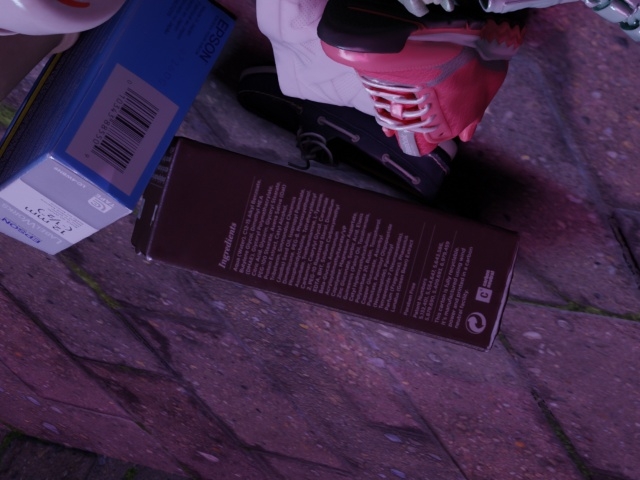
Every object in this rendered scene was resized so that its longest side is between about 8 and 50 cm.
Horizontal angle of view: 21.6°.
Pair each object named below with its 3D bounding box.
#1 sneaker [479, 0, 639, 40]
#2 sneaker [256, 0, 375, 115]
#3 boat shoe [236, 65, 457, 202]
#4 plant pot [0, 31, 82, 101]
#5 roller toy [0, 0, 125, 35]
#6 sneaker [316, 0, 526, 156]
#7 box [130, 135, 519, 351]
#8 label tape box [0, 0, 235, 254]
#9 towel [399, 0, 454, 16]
[{"bbox_3d":[0.201,-0.175,1.246,0.256,0.151,0.094,60,176,-4],"label":"sneaker"},{"bbox_3d":[0.038,-0.201,1.577,0.169,0.108,0.292,18,165,13],"label":"sneaker"},{"bbox_3d":[0.018,-0.111,1.795,0.254,0.079,0.095,23,164,10],"label":"boat shoe"},{"bbox_3d":[-0.401,-0.231,1.777,0.263,0.229,0.263,22,156,10],"label":"plant pot"},{"bbox_3d":[-0.265,-0.286,1.573,0.146,0.191,0.209,4,148,38],"label":"roller toy"},{"bbox_3d":[0.090,-0.135,1.434,0.116,0.136,0.314,18,-168,24],"label":"sneaker"},{"bbox_3d":[0.000,0.000,1.809,0.381,0.143,0.191,14,-178,-13],"label":"box"},{"bbox_3d":[-0.255,-0.122,1.827,0.115,0.249,0.347,33,155,-17],"label":"label tape box"},{"bbox_3d":[-0.006,-0.333,1.185,0.248,0.038,0.325,53,170,51],"label":"towel"}]
